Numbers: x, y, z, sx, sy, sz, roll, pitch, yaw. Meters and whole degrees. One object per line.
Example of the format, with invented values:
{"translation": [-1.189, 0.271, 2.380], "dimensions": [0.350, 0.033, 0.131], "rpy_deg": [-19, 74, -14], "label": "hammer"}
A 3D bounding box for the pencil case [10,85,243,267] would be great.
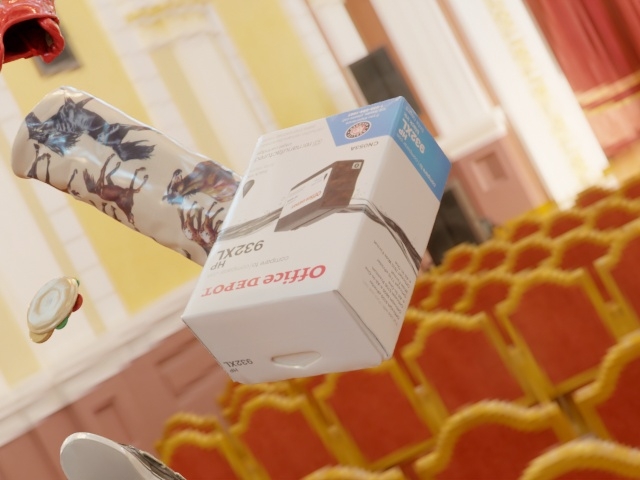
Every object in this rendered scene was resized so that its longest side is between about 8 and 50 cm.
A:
{"translation": [-0.259, -0.086, 2.213], "dimensions": [0.160, 0.410, 0.183], "rpy_deg": [-58, -15, -21], "label": "pencil case"}

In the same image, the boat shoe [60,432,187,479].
{"translation": [-0.236, 0.298, 1.876], "dimensions": [0.078, 0.219, 0.070], "rpy_deg": [-44, 27, 13], "label": "boat shoe"}

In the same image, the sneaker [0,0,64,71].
{"translation": [-0.326, -0.246, 1.652], "dimensions": [0.107, 0.118, 0.279], "rpy_deg": [-60, -4, 38], "label": "sneaker"}

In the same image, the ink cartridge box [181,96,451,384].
{"translation": [0.000, 0.000, 1.753], "dimensions": [0.223, 0.129, 0.307], "rpy_deg": [-12, 41, 34], "label": "ink cartridge box"}

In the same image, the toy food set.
{"translation": [-0.316, 0.079, 1.787], "dimensions": [0.082, 0.020, 0.083], "rpy_deg": [-32, 39, 18], "label": "toy food set"}
